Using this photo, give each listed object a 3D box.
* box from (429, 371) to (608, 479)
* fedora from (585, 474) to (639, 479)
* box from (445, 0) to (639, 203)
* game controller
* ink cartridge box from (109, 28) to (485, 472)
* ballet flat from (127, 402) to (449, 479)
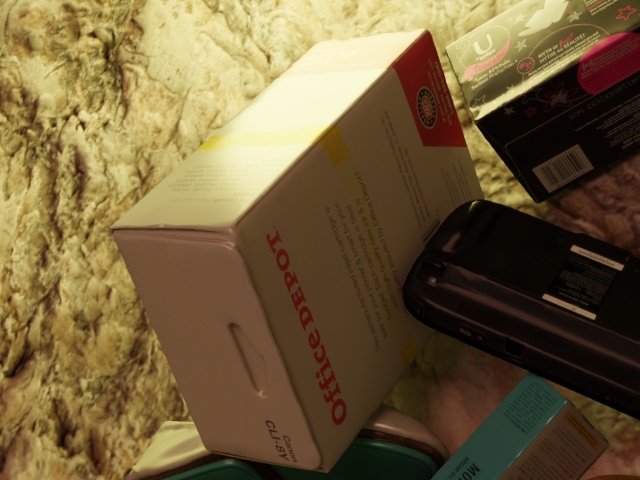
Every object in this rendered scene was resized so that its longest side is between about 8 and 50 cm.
[{"bbox_3d":[0.159,0.248,1.325,0.244,0.100,0.060,-47,42,-1],"label":"box"},{"bbox_3d":[0.293,0.280,1.192,0.194,0.194,0.079,39,124,46],"label":"fedora"},{"bbox_3d":[0.289,-0.185,1.490,0.247,0.163,0.142,-30,43,16],"label":"box"},{"bbox_3d":[0.244,0.064,1.337,0.319,0.067,0.166,24,47,20],"label":"game controller"},{"bbox_3d":[0.000,0.000,1.393,0.160,0.279,0.385,2,34,36],"label":"ink cartridge box"},{"bbox_3d":[-0.041,0.211,1.490,0.400,0.139,0.139,-16,52,32],"label":"ballet flat"}]
